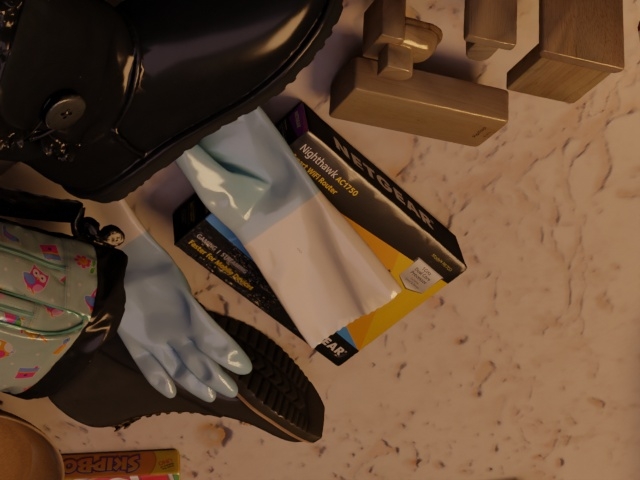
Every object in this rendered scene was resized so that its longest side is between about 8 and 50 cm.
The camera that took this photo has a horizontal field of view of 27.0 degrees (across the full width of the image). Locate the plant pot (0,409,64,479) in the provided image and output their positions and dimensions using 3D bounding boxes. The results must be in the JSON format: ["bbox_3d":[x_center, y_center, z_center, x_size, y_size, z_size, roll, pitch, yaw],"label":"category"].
[{"bbox_3d":[-0.313,0.194,1.007,0.236,0.032,0.236,-18,141,-15],"label":"plant pot"}]

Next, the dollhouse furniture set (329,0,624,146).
[{"bbox_3d":[0.100,-0.153,0.894,0.144,0.123,0.151,10,159,-17],"label":"dollhouse furniture set"}]

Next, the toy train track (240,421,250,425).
[{"bbox_3d":[-0.071,0.137,1.093,0.083,0.014,0.048,10,124,-17],"label":"toy train track"}]

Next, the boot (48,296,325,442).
[{"bbox_3d":[-0.108,0.122,1.047,0.198,0.077,0.137,38,118,-17],"label":"boot"}]

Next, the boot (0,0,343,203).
[{"bbox_3d":[-0.116,-0.120,0.766,0.246,0.094,0.207,-38,159,14],"label":"boot"}]

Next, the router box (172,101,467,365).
[{"bbox_3d":[0.000,0.000,0.980,0.133,0.046,0.179,-40,123,19],"label":"router box"}]

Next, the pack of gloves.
[{"bbox_3d":[-0.091,0.004,0.913,0.195,0.046,0.232,-34,103,17],"label":"pack of gloves"}]

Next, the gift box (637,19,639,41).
[{"bbox_3d":[0.314,-0.229,0.707,0.255,0.276,0.258,11,139,34],"label":"gift box"}]

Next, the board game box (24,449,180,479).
[{"bbox_3d":[-0.249,0.236,1.126,0.259,0.039,0.124,0,126,-7],"label":"board game box"}]

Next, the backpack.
[{"bbox_3d":[-0.232,0.038,0.864,0.182,0.115,0.152,20,130,-38],"label":"backpack"}]
